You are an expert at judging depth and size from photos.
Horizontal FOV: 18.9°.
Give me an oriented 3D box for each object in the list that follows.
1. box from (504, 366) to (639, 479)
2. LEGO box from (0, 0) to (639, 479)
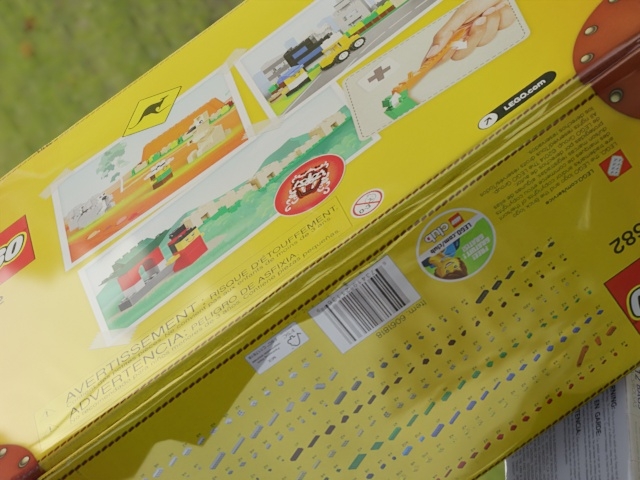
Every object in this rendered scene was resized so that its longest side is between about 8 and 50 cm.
[{"bbox_3d":[0.222,0.166,1.221,0.203,0.114,0.103,24,143,-35],"label":"box"},{"bbox_3d":[0.000,0.000,1.256,0.193,0.500,0.372,51,-174,-30],"label":"LEGO box"}]
